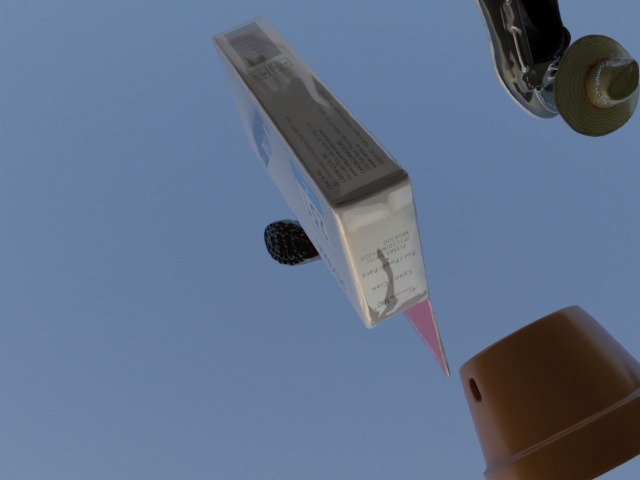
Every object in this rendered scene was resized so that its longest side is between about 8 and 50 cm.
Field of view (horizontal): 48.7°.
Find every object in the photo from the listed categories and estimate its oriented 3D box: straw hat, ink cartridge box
[{"bbox_3d":[0.383,-0.208,0.929,0.145,0.061,0.144,0,-90,-17],"label":"straw hat"},{"bbox_3d":[0.008,-0.033,0.660,0.066,0.261,0.296,-26,-136,-7],"label":"ink cartridge box"}]

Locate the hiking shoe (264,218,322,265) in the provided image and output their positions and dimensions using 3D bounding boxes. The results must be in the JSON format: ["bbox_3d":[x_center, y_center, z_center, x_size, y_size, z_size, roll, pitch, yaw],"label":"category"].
[{"bbox_3d":[0.000,0.000,1.282,0.227,0.114,0.086,4,-80,40],"label":"hiking shoe"}]

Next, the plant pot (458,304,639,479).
[{"bbox_3d":[0.333,0.225,1.001,0.291,0.291,0.203,-28,-109,0],"label":"plant pot"}]

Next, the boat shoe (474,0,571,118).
[{"bbox_3d":[0.295,-0.302,0.995,0.112,0.096,0.335,-51,-55,-20],"label":"boat shoe"}]
